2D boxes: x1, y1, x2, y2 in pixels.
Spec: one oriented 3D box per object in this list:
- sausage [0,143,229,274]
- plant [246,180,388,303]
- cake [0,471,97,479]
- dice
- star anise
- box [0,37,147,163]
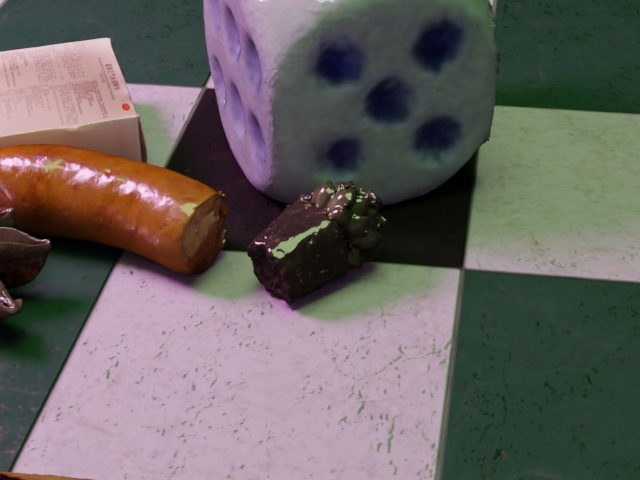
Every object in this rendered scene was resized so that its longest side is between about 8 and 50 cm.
[{"bbox_3d":[-0.227,-0.041,1.339,0.271,0.108,0.109,12,37,18],"label":"sausage"},{"bbox_3d":[0.000,0.000,1.288,0.143,0.094,0.092,-36,32,-25],"label":"plant"},{"bbox_3d":[-0.172,0.263,0.855,0.185,0.178,0.207,-34,46,23],"label":"cake"},{"bbox_3d":[0.025,-0.208,1.432,0.263,0.264,0.268,-11,37,-14],"label":"dice"},{"bbox_3d":[-0.356,0.038,1.253,0.197,0.073,0.212,18,42,32],"label":"star anise"},{"bbox_3d":[-0.302,-0.143,1.496,0.168,0.095,0.212,-11,36,-12],"label":"box"}]
